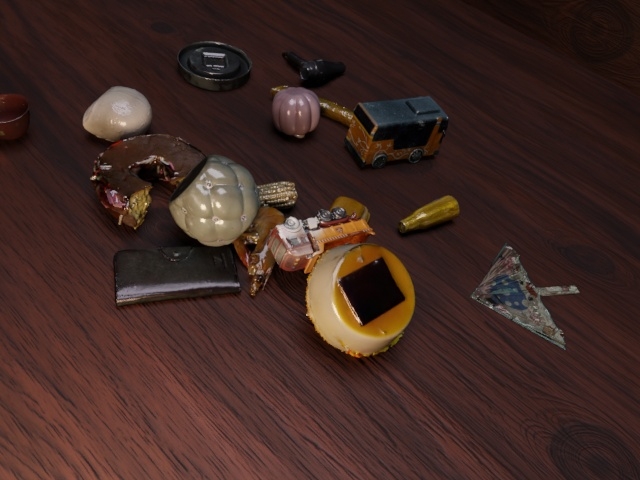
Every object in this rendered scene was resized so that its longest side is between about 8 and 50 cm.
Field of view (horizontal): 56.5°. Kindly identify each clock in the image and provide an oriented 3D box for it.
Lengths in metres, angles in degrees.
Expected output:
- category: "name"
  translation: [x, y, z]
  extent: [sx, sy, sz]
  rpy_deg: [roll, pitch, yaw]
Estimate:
- category: "clock"
  translation: [-0.401, -0.663, 2.260]
  extent: [0.280, 0.056, 0.281]
  rpy_deg: [8, 46, -8]

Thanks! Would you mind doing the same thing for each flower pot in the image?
- category: "flower pot"
  translation: [-0.281, -0.105, 1.612]
  extent: [0.195, 0.246, 0.246]
  rpy_deg: [40, 40, -22]

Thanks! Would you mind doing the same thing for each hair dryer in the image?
- category: "hair dryer"
  translation: [-0.051, -0.723, 2.395]
  extent: [0.271, 0.091, 0.235]
  rpy_deg: [37, 40, 26]

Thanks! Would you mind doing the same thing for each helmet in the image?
- category: "helmet"
  translation: [-0.957, -0.361, 1.793]
  extent: [0.175, 0.106, 0.155]
  rpy_deg: [6, 47, -3]

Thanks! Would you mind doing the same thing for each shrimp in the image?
- category: "shrimp"
  translation: [-0.182, 0.022, 1.641]
  extent: [0.152, 0.063, 0.288]
  rpy_deg: [5, 55, 12]

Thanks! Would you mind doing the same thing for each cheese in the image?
- category: "cheese"
  translation: [-0.628, -0.399, 1.883]
  extent: [0.188, 0.155, 0.198]
  rpy_deg: [23, 45, 1]

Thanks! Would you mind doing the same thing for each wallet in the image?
- category: "wallet"
  translation: [-0.374, 0.083, 1.558]
  extent: [0.317, 0.045, 0.173]
  rpy_deg: [-3, 49, -19]

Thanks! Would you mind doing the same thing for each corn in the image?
- category: "corn"
  translation: [-0.173, -0.127, 1.791]
  extent: [0.210, 0.087, 0.087]
  rpy_deg: [-9, 49, -13]

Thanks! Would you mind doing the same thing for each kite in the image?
- category: "kite"
  translation: [0.606, 0.150, 1.760]
  extent: [0.367, 0.014, 0.406]
  rpy_deg: [-2, 48, -15]

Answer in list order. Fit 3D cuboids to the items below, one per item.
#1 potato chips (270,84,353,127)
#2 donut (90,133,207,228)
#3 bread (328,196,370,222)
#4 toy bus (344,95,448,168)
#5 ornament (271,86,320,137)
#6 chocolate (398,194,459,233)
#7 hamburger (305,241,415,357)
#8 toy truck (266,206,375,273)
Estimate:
- category: "potato chips"
  translation: [0.011, -0.485, 2.191]
  extent: [0.406, 0.057, 0.080]
  rpy_deg: [25, 52, 11]
- category: "donut"
  translation: [-0.503, -0.186, 1.724]
  extent: [0.259, 0.136, 0.345]
  rpy_deg: [37, 49, 24]
- category: "bread"
  translation: [0.075, -0.056, 1.788]
  extent: [0.115, 0.077, 0.200]
  rpy_deg: [16, 44, 13]
- category: "toy bus"
  translation: [0.267, -0.381, 2.060]
  extent: [0.323, 0.194, 0.162]
  rpy_deg: [-12, 50, -23]
- category: "ornament"
  translation: [-0.085, -0.441, 2.067]
  extent: [0.177, 0.178, 0.178]
  rpy_deg: [7, 46, -7]
- category: "chocolate"
  translation: [0.336, -0.075, 1.866]
  extent: [0.219, 0.086, 0.086]
  rpy_deg: [-22, 55, -29]
- category: "hamburger"
  translation: [0.096, 0.146, 1.488]
  extent: [0.276, 0.179, 0.294]
  rpy_deg: [-30, 89, -34]
- category: "toy truck"
  translation: [0.000, 0.000, 1.595]
  extent: [0.270, 0.114, 0.135]
  rpy_deg: [-14, 59, -30]
